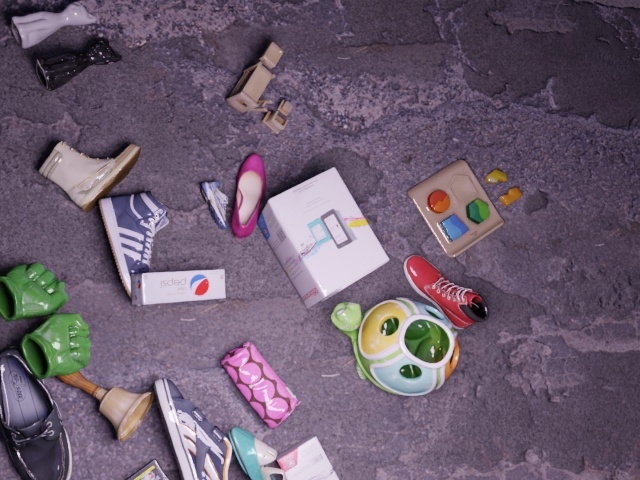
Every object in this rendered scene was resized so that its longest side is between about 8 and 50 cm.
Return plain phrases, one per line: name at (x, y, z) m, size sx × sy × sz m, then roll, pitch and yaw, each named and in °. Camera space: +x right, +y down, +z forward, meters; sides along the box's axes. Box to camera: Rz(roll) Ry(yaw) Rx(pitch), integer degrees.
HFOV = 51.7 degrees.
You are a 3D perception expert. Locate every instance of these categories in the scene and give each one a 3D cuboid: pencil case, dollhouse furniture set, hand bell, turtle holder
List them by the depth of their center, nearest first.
hand bell at (-0.518, 0.342, 1.513) m, size 0.242 × 0.126 × 0.126 m, roll 29°, pitch 70°, yaw 9°
pencil case at (-0.144, 0.342, 1.595) m, size 0.098 × 0.095 × 0.209 m, roll -40°, pitch 89°, yaw 16°
turtle holder at (0.199, 0.235, 1.632) m, size 0.243 × 0.227 × 0.320 m, roll -39°, pitch 87°, yaw -19°
dollhouse furniture set at (-0.140, -0.411, 1.811) m, size 0.161 × 0.101 × 0.182 m, roll 38°, pitch 68°, yaw -28°

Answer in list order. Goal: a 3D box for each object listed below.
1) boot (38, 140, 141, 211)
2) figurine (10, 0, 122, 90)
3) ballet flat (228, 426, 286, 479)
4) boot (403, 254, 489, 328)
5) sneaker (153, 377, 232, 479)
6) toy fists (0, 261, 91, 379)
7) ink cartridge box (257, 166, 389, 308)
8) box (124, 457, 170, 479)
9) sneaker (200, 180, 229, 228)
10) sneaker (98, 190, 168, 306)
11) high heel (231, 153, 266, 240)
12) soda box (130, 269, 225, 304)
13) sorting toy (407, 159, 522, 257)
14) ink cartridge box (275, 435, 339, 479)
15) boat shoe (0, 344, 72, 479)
boot at (-0.569, -0.197, 1.641) m, size 0.165 × 0.077 × 0.213 m, roll 39°, pitch 73°, yaw 1°
figurine at (-0.655, -0.517, 1.706) m, size 0.209 × 0.092 × 0.215 m, roll -29°, pitch 83°, yaw -27°
ballet flat at (-0.131, 0.525, 1.524) m, size 0.087 × 0.083 × 0.247 m, roll -19°, pitch 103°, yaw 2°
boot at (0.330, 0.121, 1.722) m, size 0.088 × 0.176 × 0.244 m, roll -42°, pitch 87°, yaw -18°
sneaker at (-0.281, 0.456, 1.514) m, size 0.127 × 0.126 × 0.321 m, roll -19°, pitch 83°, yaw -20°
toy fists at (-0.616, 0.174, 1.496) m, size 0.279 × 0.096 × 0.142 m, roll 57°, pitch 27°, yaw 7°
ink cartridge box at (0.000, 0.000, 1.662) m, size 0.197 × 0.198 × 0.270 m, roll -28°, pitch 85°, yaw -19°
box at (-0.421, 0.655, 1.461) m, size 0.270 × 0.060 × 0.216 m, roll -34°, pitch 85°, yaw -20°
sneaker at (-0.259, -0.096, 1.703) m, size 0.058 × 0.052 × 0.135 m, roll -22°, pitch 82°, yaw -22°
sneaker at (-0.428, 0.009, 1.608) m, size 0.153 × 0.099 × 0.282 m, roll -17°, pitch 77°, yaw -16°
high heel at (-0.183, -0.123, 1.692) m, size 0.082 × 0.117 × 0.244 m, roll 18°, pitch 72°, yaw -8°
soda box at (-0.336, 0.109, 1.573) m, size 0.216 × 0.069 × 0.074 m, roll -1°, pitch 87°, yaw -38°
sorting toy at (0.424, -0.119, 1.878) m, size 0.307 × 0.041 × 0.229 m, roll -32°, pitch 85°, yaw -19°
ink cartridge box at (-0.026, 0.561, 1.579) m, size 0.109 × 0.063 × 0.150 m, roll -27°, pitch 84°, yaw -19°
boat shoe at (-0.637, 0.391, 1.449) m, size 0.127 × 0.113 × 0.340 m, roll -13°, pitch 79°, yaw -16°
